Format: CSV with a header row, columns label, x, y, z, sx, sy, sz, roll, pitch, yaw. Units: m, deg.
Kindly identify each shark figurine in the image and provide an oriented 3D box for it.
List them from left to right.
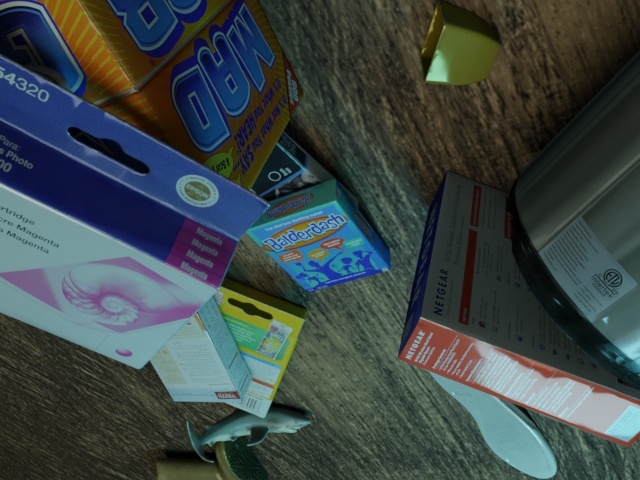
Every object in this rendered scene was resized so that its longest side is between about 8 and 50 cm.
label,x,y,z,sx,sy,sz,roll,pitch,yaw
shark figurine,-0.180,0.378,1.396,0.166,0.278,0.116,-7,88,55

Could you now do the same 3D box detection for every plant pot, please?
label,x,y,z,sx,sy,sz,roll,pitch,yaw
plant pot,0.182,-0.247,0.836,0.083,0.081,0.081,11,130,-5

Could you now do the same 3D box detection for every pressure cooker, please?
label,x,y,z,sx,sy,sz,roll,pitch,yaw
pressure cooker,0.464,-0.064,0.700,0.370,0.375,0.420,32,130,-5

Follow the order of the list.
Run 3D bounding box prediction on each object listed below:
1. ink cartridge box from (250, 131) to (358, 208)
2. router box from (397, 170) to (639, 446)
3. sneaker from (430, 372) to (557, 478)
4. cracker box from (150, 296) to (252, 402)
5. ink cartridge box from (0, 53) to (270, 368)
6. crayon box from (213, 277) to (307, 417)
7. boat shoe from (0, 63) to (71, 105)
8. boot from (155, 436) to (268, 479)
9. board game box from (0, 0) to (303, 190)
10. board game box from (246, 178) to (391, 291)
label,x,y,z,sx,sy,sz,roll,pitch,yaw
ink cartridge box,-0.082,-0.068,1.043,0.208,0.045,0.206,-26,132,32
router box,0.282,0.070,0.885,0.301,0.335,0.082,21,130,2
sneaker,0.320,0.262,1.126,0.295,0.147,0.104,49,134,-1
cracker box,-0.240,0.200,1.208,0.156,0.067,0.232,-4,124,22
ink cartridge box,-0.273,-0.005,0.687,0.324,0.071,0.330,28,137,-19
crayon box,-0.154,0.195,1.274,0.203,0.083,0.323,22,130,0
boat shoe,-0.310,-0.139,0.626,0.142,0.040,0.049,2,127,14
boot,-0.291,0.553,1.591,0.270,0.089,0.236,-7,124,23
board game box,-0.290,-0.210,0.824,0.357,0.356,0.356,-14,122,25
board game box,0.000,0.000,1.048,0.160,0.047,0.210,-17,141,23
